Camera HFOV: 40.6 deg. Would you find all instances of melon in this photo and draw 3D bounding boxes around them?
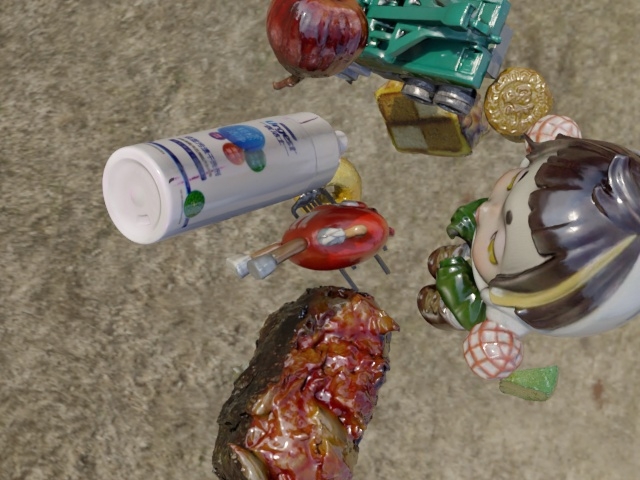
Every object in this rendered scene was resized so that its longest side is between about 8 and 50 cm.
[{"bbox_3d":[0.373,0.274,1.605,0.114,0.262,0.053,3,74,1],"label":"melon"}]

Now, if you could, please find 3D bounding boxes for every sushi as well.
[{"bbox_3d":[-0.027,0.214,1.163,0.197,0.182,0.343,25,56,-4],"label":"sushi"}]

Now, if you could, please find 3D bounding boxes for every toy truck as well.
[{"bbox_3d":[0.116,-0.309,1.256,0.178,0.363,0.176,21,90,-48],"label":"toy truck"}]

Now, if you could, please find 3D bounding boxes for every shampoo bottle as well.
[{"bbox_3d":[-0.071,-0.074,0.872,0.303,0.092,0.092,-21,106,-48],"label":"shampoo bottle"}]

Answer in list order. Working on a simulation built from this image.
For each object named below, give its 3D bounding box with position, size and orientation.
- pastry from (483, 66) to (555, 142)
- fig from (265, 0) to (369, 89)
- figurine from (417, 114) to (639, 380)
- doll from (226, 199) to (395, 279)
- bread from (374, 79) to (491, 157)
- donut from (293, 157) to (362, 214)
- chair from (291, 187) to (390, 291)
[{"bbox_3d":[0.281,-0.193,1.228,0.057,0.097,0.109,-58,129,-77],"label":"pastry"},{"bbox_3d":[-0.018,-0.250,1.056,0.150,0.128,0.128,-32,120,10],"label":"fig"},{"bbox_3d":[0.209,0.015,0.849,0.167,0.370,0.281,25,69,-12],"label":"figurine"},{"bbox_3d":[0.000,0.000,1.072,0.217,0.183,0.085,-15,92,-19],"label":"doll"},{"bbox_3d":[0.225,-0.256,1.766,0.096,0.222,0.181,-40,122,-34],"label":"bread"},{"bbox_3d":[0.020,-0.107,1.966,0.178,0.162,0.065,43,21,-44],"label":"donut"},{"bbox_3d":[0.031,-0.022,1.503,0.084,0.101,0.212,-32,114,15],"label":"chair"}]
